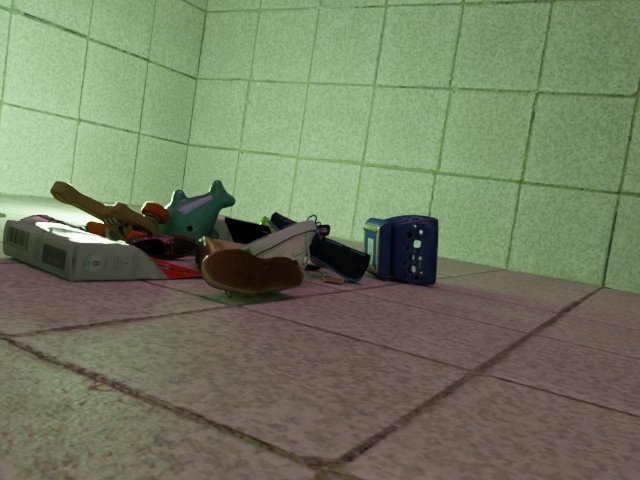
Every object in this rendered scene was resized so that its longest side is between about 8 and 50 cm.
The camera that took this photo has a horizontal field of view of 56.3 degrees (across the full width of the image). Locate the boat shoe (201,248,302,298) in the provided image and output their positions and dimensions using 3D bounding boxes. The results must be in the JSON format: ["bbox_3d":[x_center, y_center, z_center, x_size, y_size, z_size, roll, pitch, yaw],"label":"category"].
[{"bbox_3d":[-0.160,0.087,1.343,0.089,0.105,0.285,-34,-28,32],"label":"boat shoe"}]

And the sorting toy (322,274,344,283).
[{"bbox_3d":[0.036,0.118,1.797,0.061,0.012,0.083,3,8,-5],"label":"sorting toy"}]

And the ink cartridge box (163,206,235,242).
[{"bbox_3d":[-0.471,-0.041,2.139,0.306,0.131,0.226,6,5,-16],"label":"ink cartridge box"}]

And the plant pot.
[{"bbox_3d":[0.271,0.028,2.106,0.212,0.236,0.236,0,6,-15],"label":"plant pot"}]

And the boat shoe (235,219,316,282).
[{"bbox_3d":[-0.094,0.050,1.619,0.135,0.157,0.367,-20,4,25],"label":"boat shoe"}]

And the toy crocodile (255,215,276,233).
[{"bbox_3d":[-0.204,-0.007,2.222,0.115,0.105,0.340,30,-18,-11],"label":"toy crocodile"}]

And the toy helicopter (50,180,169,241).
[{"bbox_3d":[-0.658,-0.074,1.846,0.355,0.140,0.235,30,-29,-17],"label":"toy helicopter"}]

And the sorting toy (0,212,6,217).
[{"bbox_3d":[-1.079,-0.070,1.850,0.132,0.046,0.274,9,3,2],"label":"sorting toy"}]

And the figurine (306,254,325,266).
[{"bbox_3d":[0.012,0.053,2.078,0.214,0.092,0.209,22,1,-45],"label":"figurine"}]

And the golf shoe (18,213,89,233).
[{"bbox_3d":[-0.779,-0.032,1.748,0.198,0.077,0.094,5,5,-26],"label":"golf shoe"}]

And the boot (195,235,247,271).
[{"bbox_3d":[-0.234,0.049,1.646,0.203,0.095,0.262,8,-2,-16],"label":"boot"}]

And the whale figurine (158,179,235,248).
[{"bbox_3d":[-0.400,-0.078,1.956,0.216,0.272,0.141,54,-12,-19],"label":"whale figurine"}]

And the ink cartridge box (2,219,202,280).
[{"bbox_3d":[-0.504,0.023,1.447,0.308,0.091,0.385,12,6,37],"label":"ink cartridge box"}]

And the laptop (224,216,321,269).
[{"bbox_3d":[-0.160,0.012,2.004,0.234,0.137,0.264,13,6,44],"label":"laptop"}]

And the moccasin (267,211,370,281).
[{"bbox_3d":[0.000,0.000,1.869,0.342,0.117,0.138,33,1,0],"label":"moccasin"}]

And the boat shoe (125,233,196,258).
[{"bbox_3d":[-0.459,0.021,1.739,0.206,0.073,0.073,-2,7,-25],"label":"boat shoe"}]
